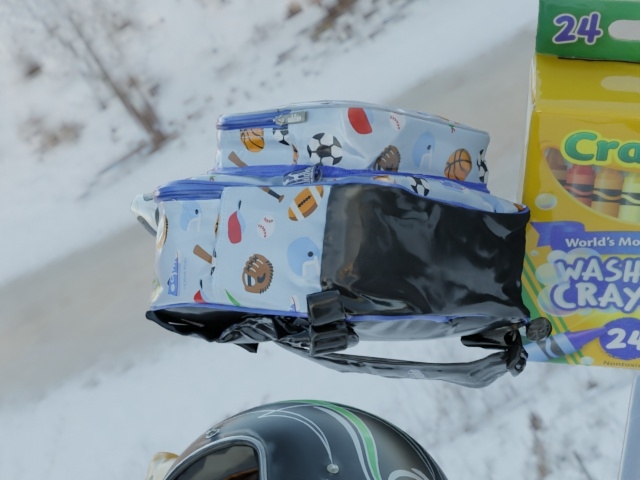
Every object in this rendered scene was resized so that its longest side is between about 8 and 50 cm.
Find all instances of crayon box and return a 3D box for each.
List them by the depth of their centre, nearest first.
[{"bbox_3d":[0.260,-0.034,1.242,0.203,0.323,0.083,4,40,5],"label":"crayon box"}]

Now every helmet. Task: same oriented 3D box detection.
[{"bbox_3d":[-0.006,0.167,0.863,0.169,0.169,0.161,-35,36,-12],"label":"helmet"}]

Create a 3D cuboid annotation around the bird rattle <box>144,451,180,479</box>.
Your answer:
[{"bbox_3d":[-0.141,0.289,1.318,0.253,0.143,0.207,-149,75,-74],"label":"bird rattle"}]

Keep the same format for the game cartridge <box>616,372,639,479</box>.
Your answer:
[{"bbox_3d":[0.446,0.240,1.543,0.294,0.060,0.196,8,58,13],"label":"game cartridge"}]

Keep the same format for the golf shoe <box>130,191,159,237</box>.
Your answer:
[{"bbox_3d":[-0.110,-0.017,1.571,0.094,0.198,0.077,16,85,34],"label":"golf shoe"}]

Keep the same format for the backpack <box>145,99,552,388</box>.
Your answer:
[{"bbox_3d":[0.000,0.000,1.180,0.263,0.213,0.276,-8,-14,38],"label":"backpack"}]
